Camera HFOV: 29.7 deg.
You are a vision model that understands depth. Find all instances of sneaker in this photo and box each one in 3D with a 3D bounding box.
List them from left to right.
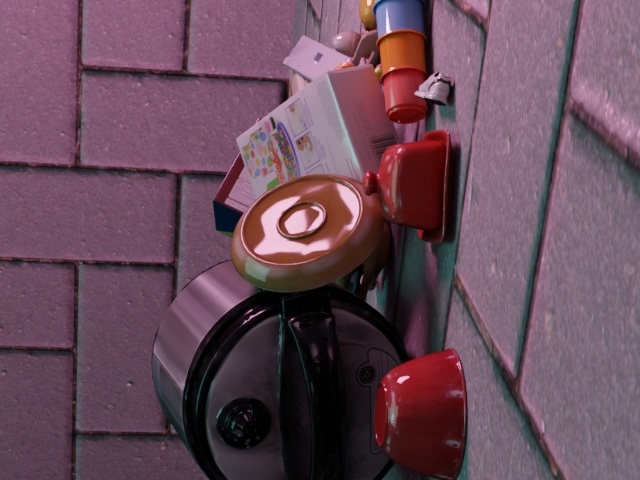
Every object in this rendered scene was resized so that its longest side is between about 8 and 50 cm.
[{"bbox_3d":[0.166,-0.218,1.731,0.109,0.040,0.043,-141,70,-76],"label":"sneaker"}]

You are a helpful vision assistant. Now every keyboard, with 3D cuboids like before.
[{"bbox_3d":[-0.008,-0.339,2.295,0.072,0.014,0.256,-51,28,2],"label":"keyboard"}]

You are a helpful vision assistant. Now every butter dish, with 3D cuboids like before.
[{"bbox_3d":[0.118,-0.079,1.710,0.160,0.118,0.159,-153,66,-82],"label":"butter dish"}]

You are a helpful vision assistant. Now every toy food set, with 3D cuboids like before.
[{"bbox_3d":[0.074,-0.466,2.247,0.220,0.092,0.306,114,156,-71],"label":"toy food set"}]

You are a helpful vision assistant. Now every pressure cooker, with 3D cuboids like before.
[{"bbox_3d":[-0.056,0.232,1.881,0.375,0.370,0.420,-48,19,-6],"label":"pressure cooker"}]

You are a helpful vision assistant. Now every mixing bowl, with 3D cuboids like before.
[{"bbox_3d":[0.128,0.235,1.626,0.181,0.098,0.181,-178,90,-81],"label":"mixing bowl"}]

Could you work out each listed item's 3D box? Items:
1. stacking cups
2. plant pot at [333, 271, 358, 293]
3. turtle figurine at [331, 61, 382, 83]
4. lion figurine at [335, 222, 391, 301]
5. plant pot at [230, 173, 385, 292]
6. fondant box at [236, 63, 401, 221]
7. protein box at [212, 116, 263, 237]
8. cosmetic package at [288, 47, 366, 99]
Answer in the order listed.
[{"bbox_3d":[0.118,-0.336,1.869,0.096,0.096,0.316,111,160,-67],"label":"stacking cups"},{"bbox_3d":[0.000,0.000,2.429,0.165,0.165,0.234,107,176,-62],"label":"plant pot"},{"bbox_3d":[0.065,-0.220,2.031,0.269,0.087,0.217,-33,66,27],"label":"turtle figurine"},{"bbox_3d":[0.067,-0.044,2.141,0.240,0.142,0.392,115,143,-51],"label":"lion figurine"},{"bbox_3d":[-0.024,-0.022,1.771,0.236,0.236,0.032,-96,-12,-47],"label":"plant pot"},{"bbox_3d":[0.004,-0.117,1.985,0.330,0.096,0.238,-27,80,55],"label":"fondant box"},{"bbox_3d":[-0.112,-0.106,2.465,0.201,0.136,0.200,-62,-5,-17],"label":"protein box"},{"bbox_3d":[0.022,-0.259,2.368,0.296,0.153,0.129,-97,11,-57],"label":"cosmetic package"}]
